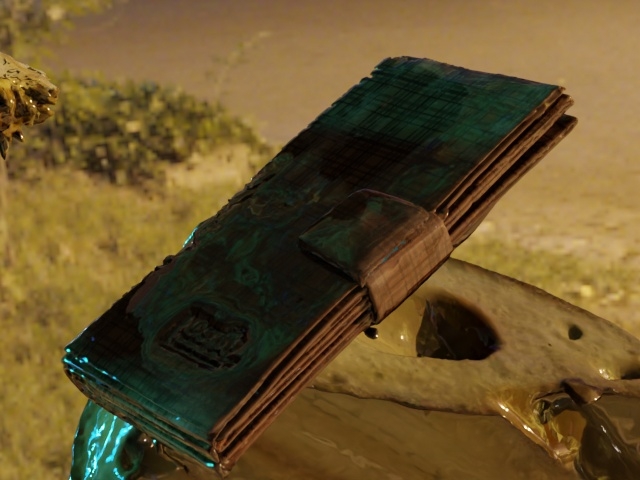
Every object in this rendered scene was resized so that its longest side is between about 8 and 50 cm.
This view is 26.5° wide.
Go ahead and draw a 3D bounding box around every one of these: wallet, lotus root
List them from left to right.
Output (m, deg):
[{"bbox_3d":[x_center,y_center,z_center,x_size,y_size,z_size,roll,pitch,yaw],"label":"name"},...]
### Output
[{"bbox_3d":[0.000,0.000,0.600,0.230,0.042,0.124,-41,36,-22],"label":"wallet"},{"bbox_3d":[0.037,0.107,0.732,0.314,0.210,0.142,22,22,-13],"label":"lotus root"}]

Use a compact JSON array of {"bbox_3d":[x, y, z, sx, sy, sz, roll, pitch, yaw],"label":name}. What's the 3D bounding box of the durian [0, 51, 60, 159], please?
[{"bbox_3d":[-0.261,-0.087,0.634,0.172,0.166,0.306,-27,-35,32],"label":"durian"}]
